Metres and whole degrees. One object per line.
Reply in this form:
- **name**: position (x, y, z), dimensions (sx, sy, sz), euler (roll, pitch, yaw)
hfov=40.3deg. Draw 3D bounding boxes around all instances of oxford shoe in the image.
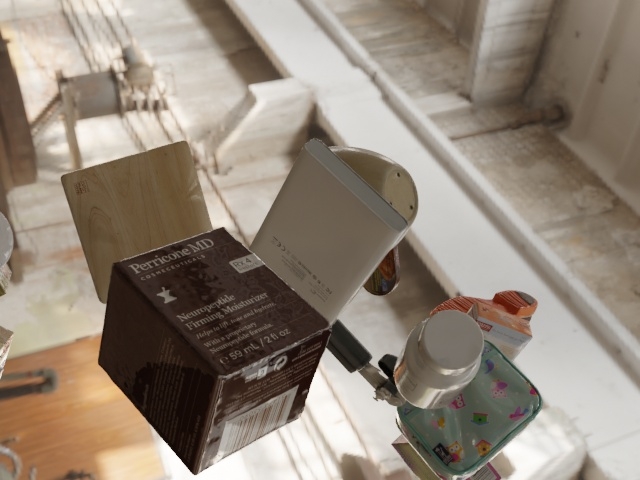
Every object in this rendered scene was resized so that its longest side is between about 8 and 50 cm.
- **oxford shoe**: position (0.444, 0.231, 2.385), dimensions (0.130, 0.364, 0.132), euler (44, -51, 48)

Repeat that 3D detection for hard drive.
- **hard drive**: position (0.000, 0.000, 1.444), dimensions (0.203, 0.040, 0.307), euler (43, -41, 9)

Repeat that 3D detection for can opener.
- **can opener**: position (0.079, 0.229, 1.768), dimensions (0.280, 0.093, 0.074), euler (43, -30, -3)

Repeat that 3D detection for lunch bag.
- **lunch bag**: position (0.299, 0.351, 1.815), dimensions (0.224, 0.279, 0.108), euler (49, -17, 21)

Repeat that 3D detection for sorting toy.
- **sorting toy**: position (-0.357, -0.040, 1.718), dimensions (0.089, 0.256, 0.257), euler (7, -66, 60)

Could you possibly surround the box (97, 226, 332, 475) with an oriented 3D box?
- **box**: position (-0.128, 0.122, 1.014), dimensions (0.203, 0.168, 0.167), euler (40, -48, 28)

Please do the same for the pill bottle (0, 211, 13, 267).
- **pill bottle**: position (-0.687, 0.024, 1.577), dimensions (0.283, 0.161, 0.161), euler (-18, -94, 42)

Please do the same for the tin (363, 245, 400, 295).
- **tin**: position (0.145, 0.045, 2.205), dimensions (0.106, 0.040, 0.189), euler (-3, -82, 26)

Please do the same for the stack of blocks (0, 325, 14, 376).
- **stack of blocks**: position (-0.783, 0.325, 1.870), dimensions (0.171, 0.087, 0.297), euler (-61, -175, 34)

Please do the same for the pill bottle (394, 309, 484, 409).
- **pill bottle**: position (0.205, 0.203, 1.503), dimensions (0.229, 0.131, 0.131), euler (99, -28, -66)

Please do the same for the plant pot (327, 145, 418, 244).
- **plant pot**: position (0.101, -0.083, 1.908), dimensions (0.191, 0.284, 0.284), euler (-11, -87, 39)

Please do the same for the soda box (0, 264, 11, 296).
- **soda box**: position (-0.699, 0.078, 1.842), dimensions (0.061, 0.058, 0.181), euler (65, -8, -18)

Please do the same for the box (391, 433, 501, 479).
- **box**: position (0.334, 0.594, 2.353), dimensions (0.213, 0.117, 0.243), euler (52, -21, 2)

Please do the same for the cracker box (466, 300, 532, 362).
- **cracker box**: position (0.406, 0.275, 2.206), dimensions (0.067, 0.156, 0.232), euler (-84, -160, -53)
